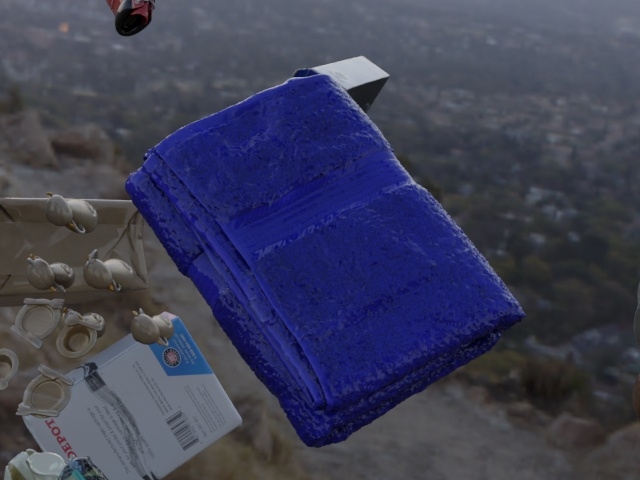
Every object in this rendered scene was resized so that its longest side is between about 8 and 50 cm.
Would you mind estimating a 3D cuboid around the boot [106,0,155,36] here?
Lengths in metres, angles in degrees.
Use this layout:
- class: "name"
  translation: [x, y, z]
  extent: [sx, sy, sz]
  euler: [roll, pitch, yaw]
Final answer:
- class: "boot"
  translation: [-0.315, -0.504, 2.250]
  extent: [0.088, 0.244, 0.176]
  euler: [23, 29, -35]

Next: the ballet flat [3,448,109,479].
- class: "ballet flat"
  translation: [-0.243, 0.212, 1.060]
  extent: [0.070, 0.070, 0.188]
  euler: [-4, -7, -40]

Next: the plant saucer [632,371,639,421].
- class: "plant saucer"
  translation: [0.526, 0.214, 1.694]
  extent: [0.168, 0.029, 0.168]
  euler: [-10, 51, 13]

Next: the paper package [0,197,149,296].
- class: "paper package"
  translation: [-0.512, 0.028, 2.205]
  extent: [0.309, 0.168, 0.324]
  euler: [-1, -8, -33]

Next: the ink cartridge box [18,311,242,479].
- class: "ink cartridge box"
  translation: [-0.328, 0.299, 2.064]
  extent: [0.307, 0.223, 0.129]
  euler: [-33, 13, -15]

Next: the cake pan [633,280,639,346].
- class: "cake pan"
  translation: [0.545, 0.059, 1.567]
  extent: [0.293, 0.293, 0.054]
  euler: [4, 45, -17]

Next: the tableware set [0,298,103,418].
- class: "tableware set"
  translation: [-0.370, 0.151, 1.580]
  extent: [0.141, 0.169, 0.020]
  euler: [18, -26, 21]

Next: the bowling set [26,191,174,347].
- class: "bowling set"
  translation: [-0.372, 0.090, 1.812]
  extent: [0.287, 0.200, 0.154]
  euler: [51, 4, 7]

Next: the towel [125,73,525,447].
- class: "towel"
  translation: [0.000, 0.000, 1.025]
  extent: [0.227, 0.076, 0.308]
  euler: [-30, 66, -17]

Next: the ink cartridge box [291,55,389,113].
- class: "ink cartridge box"
  translation: [-0.001, -0.178, 1.748]
  extent: [0.065, 0.165, 0.332]
  euler: [36, 20, 8]
